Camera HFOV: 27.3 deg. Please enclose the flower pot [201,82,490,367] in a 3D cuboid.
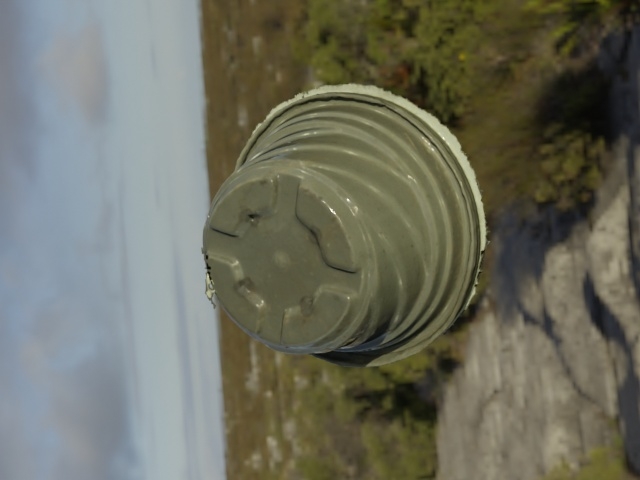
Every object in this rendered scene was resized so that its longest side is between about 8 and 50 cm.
[{"bbox_3d":[0.000,0.000,1.019,0.140,0.235,0.235,-22,-69,-57],"label":"flower pot"}]
